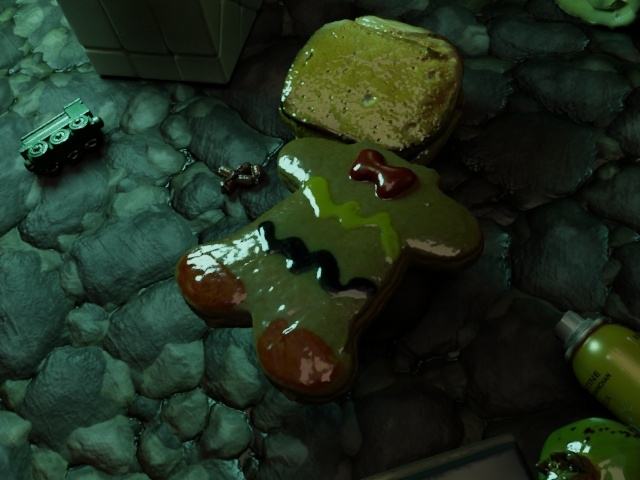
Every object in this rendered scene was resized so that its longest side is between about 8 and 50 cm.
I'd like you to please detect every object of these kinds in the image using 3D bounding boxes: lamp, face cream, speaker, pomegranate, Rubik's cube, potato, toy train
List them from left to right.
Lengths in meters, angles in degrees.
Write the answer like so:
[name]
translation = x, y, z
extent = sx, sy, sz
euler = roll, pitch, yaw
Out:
[toy train]
translation = -0.509, -0.200, 1.312
extent = 0.170, 0.071, 0.111
euler = -37, 52, -13
[Rubik's cube]
translation = -0.318, -0.541, 1.344
extent = 0.316, 0.319, 0.321
euler = 7, 59, 12
[lamp]
translation = -0.145, -0.118, 1.232
extent = 0.083, 0.031, 0.063
euler = -9, 59, -3
[speaker]
translation = 0.153, 0.356, 0.812
extent = 0.231, 0.192, 0.153
euler = -16, 57, -7
[pomegranate]
translation = 0.337, 0.296, 0.820
extent = 0.159, 0.205, 0.159
euler = -25, 54, 40
[potato]
translation = 0.586, -0.557, 1.303
extent = 0.242, 0.242, 0.285
euler = -36, 54, -14
[face cream]
translation = 0.447, 0.217, 0.859
extent = 0.105, 0.105, 0.348
euler = -36, 57, -14

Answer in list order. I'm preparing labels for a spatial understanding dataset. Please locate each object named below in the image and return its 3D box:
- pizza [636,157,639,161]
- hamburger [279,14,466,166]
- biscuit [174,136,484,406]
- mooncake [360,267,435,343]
[pizza]
translation = 0.619, -0.034, 1.061
extent = 0.292, 0.058, 0.197
euler = 37, 71, 27
[hamburger]
translation = 0.089, -0.253, 1.196
extent = 0.304, 0.174, 0.284
euler = 26, 66, 22
[biscuit]
translation = 0.000, 0.000, 0.963
extent = 0.368, 0.076, 0.394
euler = 35, 66, 31
[mooncake]
translation = 0.065, 0.034, 1.056
extent = 0.245, 0.133, 0.245
euler = -6, 51, 7
